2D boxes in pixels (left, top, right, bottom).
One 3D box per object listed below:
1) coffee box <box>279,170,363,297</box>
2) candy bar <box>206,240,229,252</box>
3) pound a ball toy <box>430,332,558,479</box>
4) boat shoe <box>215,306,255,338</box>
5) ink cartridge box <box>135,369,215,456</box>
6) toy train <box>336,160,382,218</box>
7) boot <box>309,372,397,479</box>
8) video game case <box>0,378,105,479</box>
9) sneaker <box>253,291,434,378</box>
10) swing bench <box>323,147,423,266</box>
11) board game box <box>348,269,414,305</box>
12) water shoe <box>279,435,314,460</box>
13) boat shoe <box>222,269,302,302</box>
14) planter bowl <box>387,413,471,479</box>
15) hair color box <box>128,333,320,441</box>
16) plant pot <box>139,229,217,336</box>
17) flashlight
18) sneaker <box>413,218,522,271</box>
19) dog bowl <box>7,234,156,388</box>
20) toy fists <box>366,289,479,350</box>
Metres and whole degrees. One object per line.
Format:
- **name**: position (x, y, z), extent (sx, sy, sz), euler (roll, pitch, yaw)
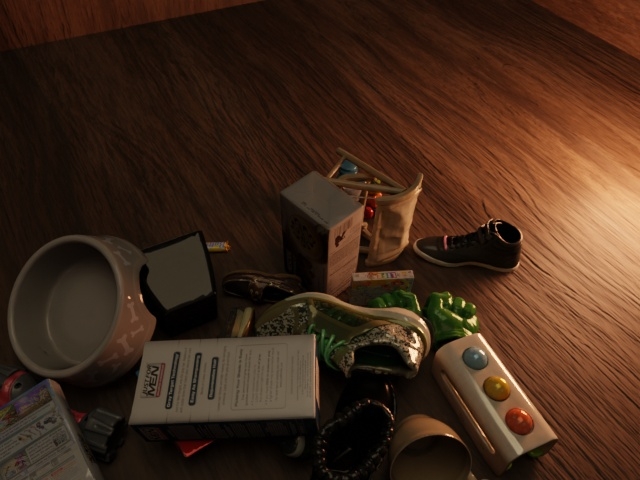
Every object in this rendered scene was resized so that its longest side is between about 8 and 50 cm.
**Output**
- **coffee box**: position (0.000, 0.000, 1.394), extent (0.119, 0.297, 0.168), euler (-35, 59, -27)
- **candy bar**: position (-0.331, 0.018, 1.545), extent (0.162, 0.018, 0.040), euler (-2, 47, -5)
- **pound a ball toy**: position (0.342, 0.368, 1.182), extent (0.208, 0.135, 0.319), euler (-15, 49, -18)
- **boat shoe**: position (-0.210, 0.243, 1.305), extent (0.074, 0.080, 0.223), euler (6, 41, 9)
- **ink cartridge box**: position (-0.278, 0.348, 1.194), extent (0.134, 0.078, 0.231), euler (-27, 54, -25)
- **toy train**: position (0.158, -0.143, 1.646), extent (0.248, 0.143, 0.105), euler (19, 49, 14)
- **boot**: position (0.079, 0.355, 1.088), extent (0.131, 0.260, 0.348), euler (17, 47, 11)
- **video game case**: position (-0.569, 0.436, 1.036), extent (0.270, 0.061, 0.244), euler (-32, 68, -14)
- **sneaker**: position (0.041, 0.222, 1.228), extent (0.411, 0.158, 0.182), euler (2, 18, 10)
- **swing bench**: position (0.119, -0.076, 1.505), extent (0.255, 0.253, 0.165), euler (22, 49, 16)
- **board game box**: position (0.152, 0.121, 1.423), extent (0.154, 0.103, 0.026), euler (-3, 47, -6)
- **water shoe**: position (-0.043, 0.354, 1.171), extent (0.073, 0.080, 0.203), euler (-23, 46, 32)
- **boat shoe**: position (-0.148, 0.122, 1.422), extent (0.207, 0.073, 0.073), euler (2, 45, -2)
- **planter bowl**: position (0.205, 0.421, 1.124), extent (0.162, 0.162, 0.109), euler (-3, 20, -7)
- **hair color box**: position (-0.177, 0.290, 1.103), extent (0.347, 0.105, 0.173), euler (-3, 52, 3)
- **plant pot**: position (-0.340, 0.118, 1.351), extent (0.188, 0.188, 0.167), euler (-21, 62, -22)
- **flashlight**: position (-0.549, 0.348, 1.161), extent (0.304, 0.103, 0.103), euler (15, 45, 12)
- **sneaker**: position (0.409, -0.002, 1.529), extent (0.296, 0.146, 0.104), euler (8, 48, 5)
- **dog bowl**: position (-0.530, 0.145, 1.226), extent (0.349, 0.102, 0.348), euler (-5, 75, 18)
- **toy fists**: position (0.249, 0.189, 1.372), extent (0.279, 0.096, 0.142), euler (2, 46, 0)
